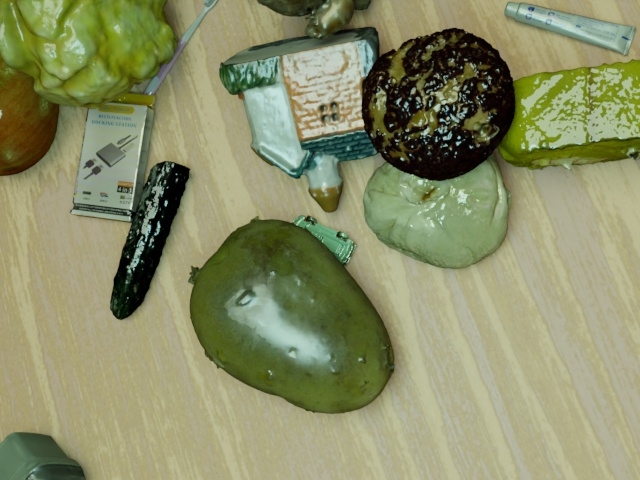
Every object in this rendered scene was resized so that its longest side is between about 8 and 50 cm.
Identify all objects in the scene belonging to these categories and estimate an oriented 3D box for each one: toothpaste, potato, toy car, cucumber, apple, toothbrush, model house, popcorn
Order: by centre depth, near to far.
[{"bbox_3d":[-0.052,0.140,1.400,0.270,0.219,0.359,-43,76,-4],"label":"potato"},{"bbox_3d":[0.421,-0.367,1.467,0.218,0.033,0.052,19,87,13],"label":"toothpaste"},{"bbox_3d":[-0.012,-0.201,1.494,0.272,0.190,0.300,-9,104,6],"label":"model house"},{"bbox_3d":[0.000,0.000,1.505,0.122,0.035,0.059,27,88,25],"label":"toy car"},{"bbox_3d":[-0.407,-0.407,1.514,0.294,0.292,0.334,-7,68,-6],"label":"popcorn"},{"bbox_3d":[-0.315,0.000,1.560,0.072,0.081,0.303,19,85,-13],"label":"cucumber"},{"bbox_3d":[-0.603,-0.253,1.618,0.246,0.246,0.226,28,69,16],"label":"apple"},{"bbox_3d":[-0.272,-0.361,1.636,0.020,0.025,0.286,33,90,15],"label":"toothbrush"}]

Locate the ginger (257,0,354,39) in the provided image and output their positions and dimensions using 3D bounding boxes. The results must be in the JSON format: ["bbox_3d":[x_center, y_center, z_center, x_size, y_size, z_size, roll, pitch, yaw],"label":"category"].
[{"bbox_3d":[-0.057,-0.512,1.429,0.256,0.176,0.375,-20,93,-20],"label":"ginger"}]

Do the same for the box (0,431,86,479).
[{"bbox_3d":[-0.529,0.446,1.505,0.129,0.148,0.210,42,92,28],"label":"box"}]

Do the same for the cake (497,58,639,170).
[{"bbox_3d":[0.409,-0.188,1.364,0.261,0.179,0.156,-3,79,16],"label":"cake"}]

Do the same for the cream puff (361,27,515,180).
[{"bbox_3d":[0.171,-0.214,1.307,0.239,0.165,0.239,-19,54,28],"label":"cream puff"}]

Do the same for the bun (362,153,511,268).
[{"bbox_3d":[0.195,-0.061,1.411,0.244,0.153,0.243,-1,85,14],"label":"bun"}]

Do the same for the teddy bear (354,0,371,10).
[{"bbox_3d":[0.082,-0.511,1.521,0.251,0.129,0.181,-11,76,11],"label":"teddy bear"}]

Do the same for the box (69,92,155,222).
[{"bbox_3d":[-0.389,-0.160,1.616,0.129,0.033,0.247,6,87,16],"label":"box"}]
